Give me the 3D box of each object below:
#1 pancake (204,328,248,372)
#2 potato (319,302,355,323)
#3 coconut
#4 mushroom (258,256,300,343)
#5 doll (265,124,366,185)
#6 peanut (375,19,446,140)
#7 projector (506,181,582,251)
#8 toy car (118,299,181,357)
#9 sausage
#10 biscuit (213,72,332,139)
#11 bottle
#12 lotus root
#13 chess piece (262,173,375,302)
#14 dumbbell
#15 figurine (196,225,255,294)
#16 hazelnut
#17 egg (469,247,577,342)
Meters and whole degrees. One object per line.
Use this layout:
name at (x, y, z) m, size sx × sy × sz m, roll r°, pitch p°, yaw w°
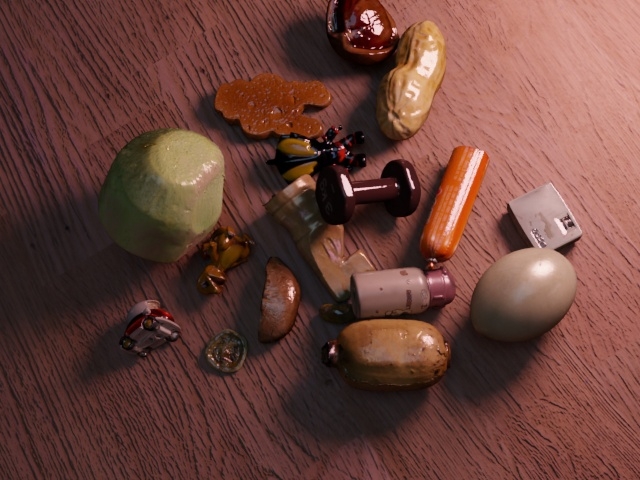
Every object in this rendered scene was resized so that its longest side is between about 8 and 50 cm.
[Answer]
pancake at (-0.222, 0.260, 1.846) m, size 0.108 × 0.017 × 0.108 m, roll -1°, pitch 77°, yaw 5°
potato at (0.043, 0.170, 1.817) m, size 0.092 × 0.045 × 0.046 m, roll 1°, pitch 47°, yaw 5°
coconut at (-0.370, -0.104, 1.843) m, size 0.281 × 0.328 × 0.328 m, roll 15°, pitch 75°, yaw -19°
mushroom at (-0.095, 0.140, 1.832) m, size 0.094 × 0.072 × 0.209 m, roll 11°, pitch 76°, yaw 2°
doll at (-0.014, -0.209, 1.911) m, size 0.249 × 0.088 × 0.127 m, roll -4°, pitch 74°, yaw 4°
peanut at (0.223, -0.388, 1.894) m, size 0.147 × 0.147 × 0.305 m, roll 22°, pitch 78°, yaw 14°
projector at (0.513, -0.043, 1.798) m, size 0.115 × 0.061 × 0.147 m, roll -27°, pitch 72°, yaw 2°
toy car at (-0.416, 0.199, 1.854) m, size 0.139 × 0.112 × 0.112 m, roll -34°, pitch 57°, yaw 8°
sausage at (0.299, -0.069, 1.796) m, size 0.093 × 0.093 × 0.312 m, roll 19°, pitch 69°, yaw 13°
biscuit at (-0.124, -0.339, 1.987) m, size 0.295 × 0.044 × 0.186 m, roll 14°, pitch 74°, yaw 11°
bottle at (0.188, 0.115, 1.771) m, size 0.233 × 0.110 × 0.109 m, roll -5°, pitch 73°, yaw -7°
lotus root at (0.143, 0.254, 1.729) m, size 0.284 × 0.146 × 0.160 m, roll 0°, pitch 55°, yaw 2°
chess piece at (0.000, 0.000, 1.844) m, size 0.137 × 0.137 × 0.300 m, roll -34°, pitch 85°, yaw -2°
dumbbell at (0.110, -0.112, 1.797) m, size 0.226 × 0.124 × 0.140 m, roll -7°, pitch 72°, yaw -28°
figurine at (-0.251, 0.045, 1.882) m, size 0.122 × 0.121 × 0.176 m, roll 26°, pitch 89°, yaw 43°
hazelnut at (0.105, -0.526, 1.944) m, size 0.170 × 0.160 × 0.202 m, roll -45°, pitch 68°, yaw -7°
egg at (0.438, 0.120, 1.697) m, size 0.253 × 0.186 × 0.186 m, roll -34°, pitch 72°, yaw -5°
